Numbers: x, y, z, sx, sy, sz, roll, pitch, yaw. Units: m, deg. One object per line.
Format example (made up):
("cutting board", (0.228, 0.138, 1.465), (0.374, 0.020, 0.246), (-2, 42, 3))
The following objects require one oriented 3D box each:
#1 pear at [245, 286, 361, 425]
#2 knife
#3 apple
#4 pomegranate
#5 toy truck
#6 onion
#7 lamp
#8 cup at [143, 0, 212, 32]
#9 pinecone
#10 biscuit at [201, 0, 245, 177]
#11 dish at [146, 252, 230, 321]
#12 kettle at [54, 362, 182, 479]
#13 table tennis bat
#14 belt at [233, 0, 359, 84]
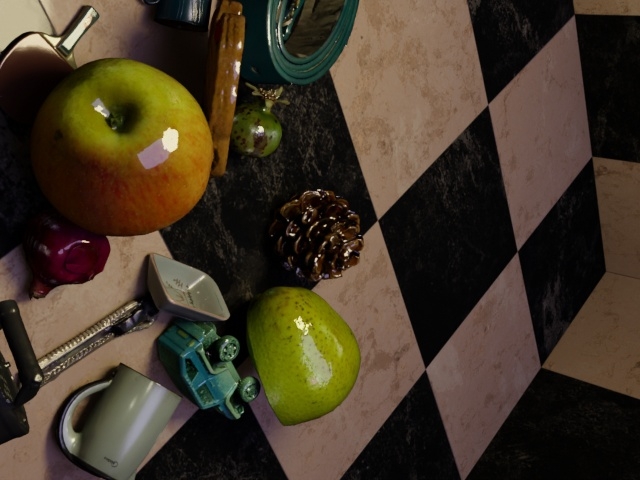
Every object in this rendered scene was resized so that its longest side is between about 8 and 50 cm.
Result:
("pear", (-0.052, 0.240, 2.070), (0.342, 0.239, 0.318), (-86, 152, -56))
("knife", (-0.489, 0.223, 1.781), (0.365, 0.043, 0.089), (-33, 124, -38))
("apple", (-0.370, -0.178, 1.555), (0.340, 0.340, 0.339), (-18, 115, -45))
("pomegranate", (-0.153, -0.272, 1.922), (0.148, 0.148, 0.169), (-24, 151, -43))
("toy truck", (-0.270, 0.309, 1.981), (0.156, 0.155, 0.278), (-39, 130, -24))
("onion", (-0.507, 0.039, 1.630), (0.173, 0.135, 0.198), (28, 82, -46))
("lamp", (-0.653, 0.287, 1.430), (0.272, 0.205, 0.374), (-16, 155, -33))
("cup", (-0.293, -0.522, 1.722), (0.150, 0.114, 0.138), (5, 96, -52))
("pinecone", (0.002, -0.013, 2.119), (0.244, 0.257, 0.243), (-2, 93, -36))
("biscuit", (-0.209, -0.326, 1.721), (0.381, 0.074, 0.358), (107, -17, -58))
("dish", (-0.309, 0.129, 1.905), (0.064, 0.154, 0.234), (-43, 142, 17))
("kettle", (-0.455, 0.395, 1.804), (0.221, 0.161, 0.236), (34, 76, -20))
("table tennis bat", (-0.518, -0.346, 1.588), (0.274, 0.021, 0.154), (-58, 137, -17))
("belt", (-0.058, -0.567, 1.935), (0.300, 0.173, 0.436), (40, 70, -49))
